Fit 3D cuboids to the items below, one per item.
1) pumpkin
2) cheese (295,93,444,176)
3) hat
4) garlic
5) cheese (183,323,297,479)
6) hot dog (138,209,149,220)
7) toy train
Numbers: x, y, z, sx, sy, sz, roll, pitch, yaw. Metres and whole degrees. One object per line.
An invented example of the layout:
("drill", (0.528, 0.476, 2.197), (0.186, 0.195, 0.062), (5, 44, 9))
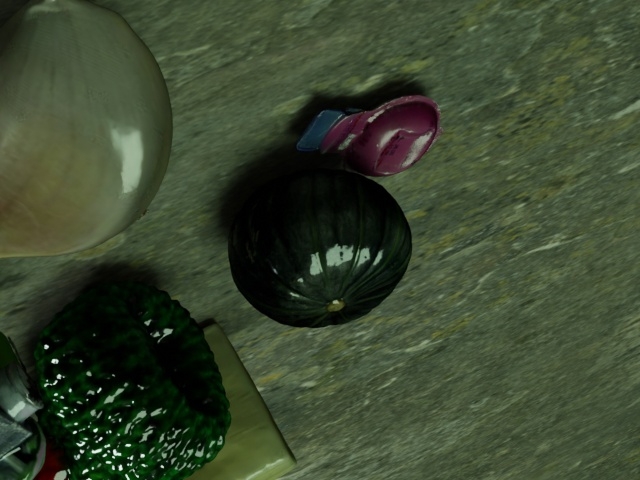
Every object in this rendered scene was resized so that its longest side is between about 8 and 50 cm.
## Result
("pumpkin", (0.000, 0.000, 1.966), (0.250, 0.216, 0.250), (4, 156, 2))
("cheese", (0.069, -0.140, 1.957), (0.244, 0.062, 0.155), (1, 136, -43))
("hat", (-0.302, 0.232, 1.971), (0.332, 0.274, 0.242), (-37, 156, 26))
("garlic", (-0.266, -0.141, 1.561), (0.246, 0.231, 0.340), (13, 119, 1))
("cheese", (-0.204, 0.284, 2.151), (0.265, 0.242, 0.124), (-29, 160, -7))
("hot dog", (-0.270, -0.028, 1.816), (0.133, 0.041, 0.056), (-14, 146, -30))
("toy train", (-0.480, 0.219, 1.774), (0.307, 0.249, 0.173), (-36, 148, 5))
